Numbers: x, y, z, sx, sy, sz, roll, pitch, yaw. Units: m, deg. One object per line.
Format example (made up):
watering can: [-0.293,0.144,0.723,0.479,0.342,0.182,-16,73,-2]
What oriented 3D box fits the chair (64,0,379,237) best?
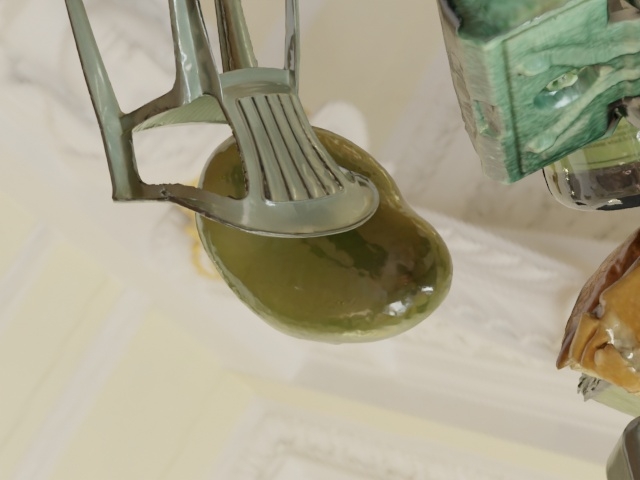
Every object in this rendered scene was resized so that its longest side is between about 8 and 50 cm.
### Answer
chair: [-0.079,-0.124,1.456,0.190,0.203,0.275,-14,-91,50]

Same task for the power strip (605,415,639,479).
power strip: [0.291,0.226,1.034,0.193,0.059,0.265,1,-130,-9]

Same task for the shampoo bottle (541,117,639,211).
shampoo bottle: [0.115,-0.158,0.790,0.101,0.284,0.101,-18,-163,6]

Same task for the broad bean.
broad bean: [0.000,0.000,1.621,0.263,0.121,0.189,37,-90,10]

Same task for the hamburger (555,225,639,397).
hamburger: [0.256,0.041,0.840,0.157,0.283,0.144,-69,-157,11]

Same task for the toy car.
toy car: [0.184,-0.141,0.619,0.320,0.141,0.097,-31,-112,-2]

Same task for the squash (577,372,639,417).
squash: [0.396,0.071,1.262,0.310,0.309,0.310,-56,176,-6]
